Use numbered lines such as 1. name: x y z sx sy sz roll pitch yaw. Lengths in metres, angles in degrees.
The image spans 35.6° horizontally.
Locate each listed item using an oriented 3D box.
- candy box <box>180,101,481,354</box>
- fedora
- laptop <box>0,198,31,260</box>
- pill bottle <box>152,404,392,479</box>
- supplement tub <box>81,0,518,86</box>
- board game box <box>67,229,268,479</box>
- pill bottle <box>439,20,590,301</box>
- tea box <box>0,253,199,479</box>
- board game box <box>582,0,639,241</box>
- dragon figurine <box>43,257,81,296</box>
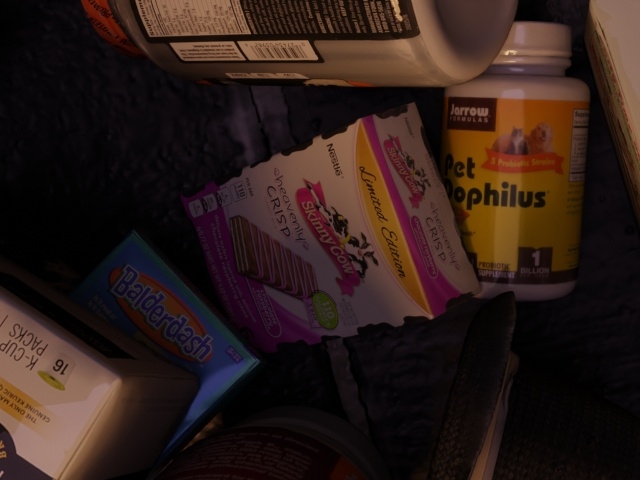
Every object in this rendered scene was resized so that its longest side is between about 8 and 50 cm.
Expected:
1. candy box: 0.000 0.000 0.819 0.233 0.071 0.159 -19 93 45
2. fedora: 0.148 0.208 0.724 0.152 0.334 0.334 15 100 11
3. laptop: -0.454 0.022 0.944 0.234 0.136 0.264 40 111 5
4. pill bottle: -0.061 0.272 0.756 0.223 0.392 0.224 2 98 12
5. supplement tub: -0.024 -0.214 0.756 0.315 0.193 0.194 8 99 34
6. board game box: -0.174 0.121 0.847 0.210 0.047 0.160 -45 79 0
7. pill bottle: 0.155 -0.065 0.805 0.117 0.117 0.215 3 98 12
8. tea box: -0.324 0.150 0.725 0.329 0.220 0.324 32 85 11
9. board game box: 0.256 -0.062 0.686 0.097 0.303 0.224 -17 94 16
10. dragon figurine: -0.274 0.097 0.924 0.289 0.085 0.144 2 108 -24
